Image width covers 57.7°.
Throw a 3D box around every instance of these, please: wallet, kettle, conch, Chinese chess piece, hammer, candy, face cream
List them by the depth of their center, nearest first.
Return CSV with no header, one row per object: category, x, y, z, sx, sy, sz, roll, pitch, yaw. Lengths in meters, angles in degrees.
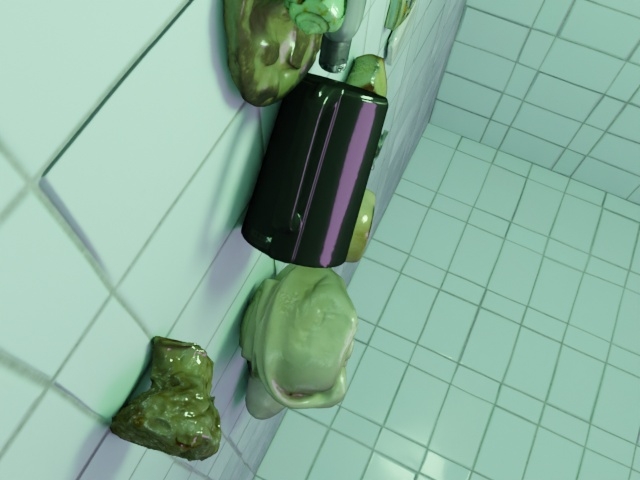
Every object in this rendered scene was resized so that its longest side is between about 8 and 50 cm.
conch,-0.002,-0.331,0.703,0.106,0.079,0.170,81,17,-76
face cream,0.041,-0.405,0.941,0.291,0.071,0.144,102,-8,-55
kettle,-0.027,-0.127,1.013,0.262,0.203,0.308,-6,120,-49
wallet,0.219,-0.624,1.526,0.155,0.039,0.110,-56,165,-42
wallet,0.232,-0.604,1.668,0.124,0.032,0.183,69,44,-76
candy,-0.093,0.346,1.763,0.427,0.186,0.386,-62,174,2
Chinese chess piece,0.102,-0.052,1.893,0.251,0.097,0.251,-168,-90,-85
hammer,0.183,-0.317,2.054,0.226,0.041,0.159,-37,149,-70

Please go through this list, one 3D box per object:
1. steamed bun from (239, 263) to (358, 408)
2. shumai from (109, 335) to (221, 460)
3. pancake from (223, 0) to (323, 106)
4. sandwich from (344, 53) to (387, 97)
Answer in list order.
steamed bun,-0.066,0.223,1.384,0.368,0.255,0.343,-133,-136,-70
shumai,-0.219,0.242,0.906,0.206,0.166,0.176,-30,-141,63
pancake,-0.049,-0.321,0.783,0.294,0.049,0.294,-60,165,-27
sandwich,0.112,-0.371,1.401,0.258,0.096,0.094,39,68,-78
